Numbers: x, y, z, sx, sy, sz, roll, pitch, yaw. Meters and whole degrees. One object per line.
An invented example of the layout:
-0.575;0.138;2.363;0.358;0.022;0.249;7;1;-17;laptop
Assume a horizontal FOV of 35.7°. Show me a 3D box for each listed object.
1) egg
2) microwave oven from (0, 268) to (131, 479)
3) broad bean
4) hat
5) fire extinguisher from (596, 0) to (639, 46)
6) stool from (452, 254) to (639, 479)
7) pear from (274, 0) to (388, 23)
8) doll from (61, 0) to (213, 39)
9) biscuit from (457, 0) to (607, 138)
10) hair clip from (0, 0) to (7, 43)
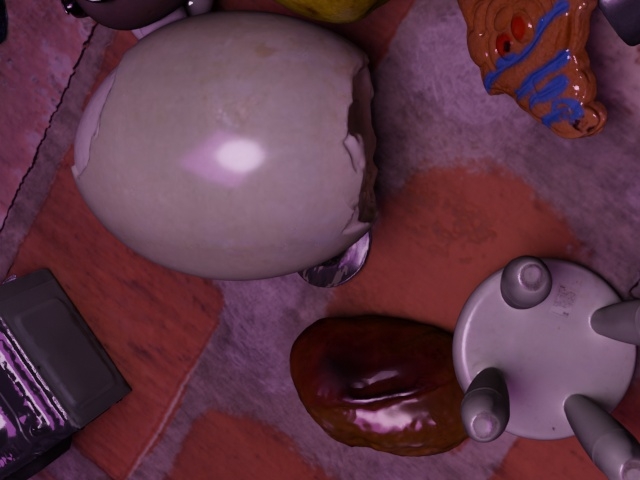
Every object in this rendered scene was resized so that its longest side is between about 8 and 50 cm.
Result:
-0.103;-0.097;1.039;0.336;0.278;0.278;1;106;15;egg
-0.444;0.212;1.302;0.295;0.181;0.237;-34;90;17;microwave oven
0.074;0.163;1.134;0.228;0.156;0.122;12;151;12;broad bean
0.000;0.000;1.153;0.121;0.050;0.121;5;104;21;hat
0.397;-0.337;0.855;0.376;0.113;0.200;-26;94;27;fire extinguisher
0.240;0.117;0.979;0.195;0.199;0.195;18;91;-1;stool
-0.010;-0.359;0.938;0.253;0.253;0.307;-43;81;27;pear
-0.180;-0.279;1.038;0.182;0.257;0.117;-23;93;4;doll
0.191;-0.216;0.971;0.280;0.043;0.183;59;151;14;biscuit
-0.527;-0.266;1.223;0.206;0.194;0.310;-2;106;30;hair clip
